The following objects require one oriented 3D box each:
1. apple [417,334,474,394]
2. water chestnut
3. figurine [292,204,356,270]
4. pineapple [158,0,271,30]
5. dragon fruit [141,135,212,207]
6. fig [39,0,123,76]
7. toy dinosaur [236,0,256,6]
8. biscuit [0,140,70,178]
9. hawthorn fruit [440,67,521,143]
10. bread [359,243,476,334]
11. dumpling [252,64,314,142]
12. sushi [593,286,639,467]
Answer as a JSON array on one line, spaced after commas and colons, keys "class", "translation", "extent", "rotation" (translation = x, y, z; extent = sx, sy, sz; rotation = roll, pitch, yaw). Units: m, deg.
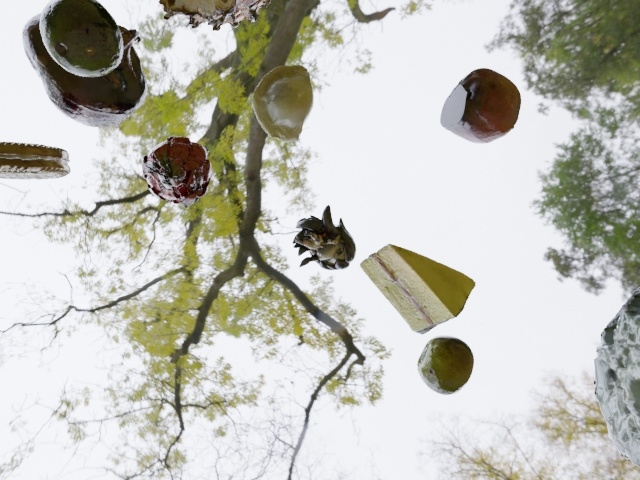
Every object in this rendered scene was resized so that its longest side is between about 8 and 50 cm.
[{"class": "apple", "translation": [0.417, 0.414, 1.349], "extent": [0.156, 0.196, 0.197], "rotation": [27, -113, 7]}, {"class": "water chestnut", "translation": [-0.654, -0.519, 1.165], "extent": [0.335, 0.346, 0.336], "rotation": [27, -125, -46]}, {"class": "figurine", "translation": [0.015, 0.001, 1.421], "extent": [0.265, 0.175, 0.197], "rotation": [52, -139, -37]}, {"class": "pineapple", "translation": [-0.234, -0.641, 0.857], "extent": [0.352, 0.352, 0.300], "rotation": [38, -154, -20]}, {"class": "dragon fruit", "translation": [-0.456, -0.230, 1.291], "extent": [0.233, 0.293, 0.234], "rotation": [-1, -86, -16]}, {"class": "fig", "translation": [-0.417, -0.365, 0.696], "extent": [0.123, 0.123, 0.156], "rotation": [-14, -130, -31]}, {"class": "toy dinosaur", "translation": [-0.019, -0.353, 0.479], "extent": [0.208, 0.432, 0.097], "rotation": [-33, -43, -30]}, {"class": "biscuit", "translation": [-0.804, -0.209, 1.068], "extent": [0.258, 0.259, 0.079], "rotation": [-5, -85, -31]}, {"class": "hawthorn fruit", "translation": [0.503, -0.394, 1.221], "extent": [0.249, 0.215, 0.216], "rotation": [27, -110, -18]}, {"class": "bread", "translation": [0.266, 0.095, 1.092], "extent": [0.264, 0.167, 0.163], "rotation": [50, -130, 0]}, {"class": "dumpling", "translation": [-0.095, -0.357, 1.021], "extent": [0.154, 0.111, 0.181], "rotation": [4, -116, -15]}, {"class": "sushi", "translation": [0.428, 0.106, 0.381], "extent": [0.170, 0.351, 0.211], "rotation": [11, -148, 2]}]
